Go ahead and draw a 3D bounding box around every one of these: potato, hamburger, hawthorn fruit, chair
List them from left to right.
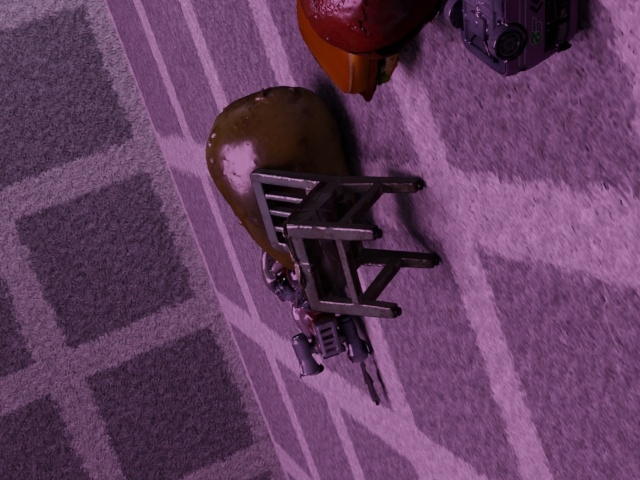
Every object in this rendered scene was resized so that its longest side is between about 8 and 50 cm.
[{"bbox_3d":[-0.050,-0.085,1.671,0.173,0.210,0.307,-77,-33,-58],"label":"potato"},{"bbox_3d":[0.000,0.000,1.474,0.270,0.147,0.136,6,125,31],"label":"chair"},{"bbox_3d":[0.039,-0.253,1.305,0.166,0.087,0.137,59,163,25],"label":"hamburger"},{"bbox_3d":[0.060,-0.256,1.133,0.172,0.148,0.148,9,122,59],"label":"hawthorn fruit"}]

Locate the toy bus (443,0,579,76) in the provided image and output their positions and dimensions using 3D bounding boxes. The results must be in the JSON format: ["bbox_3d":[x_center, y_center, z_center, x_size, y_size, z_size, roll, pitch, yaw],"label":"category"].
[{"bbox_3d":[0.159,-0.228,0.904,0.087,0.098,0.178,49,154,47],"label":"toy bus"}]

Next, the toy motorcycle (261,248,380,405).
[{"bbox_3d":[-0.007,0.122,1.960,0.207,0.134,0.401,-142,33,-74],"label":"toy motorcycle"}]
